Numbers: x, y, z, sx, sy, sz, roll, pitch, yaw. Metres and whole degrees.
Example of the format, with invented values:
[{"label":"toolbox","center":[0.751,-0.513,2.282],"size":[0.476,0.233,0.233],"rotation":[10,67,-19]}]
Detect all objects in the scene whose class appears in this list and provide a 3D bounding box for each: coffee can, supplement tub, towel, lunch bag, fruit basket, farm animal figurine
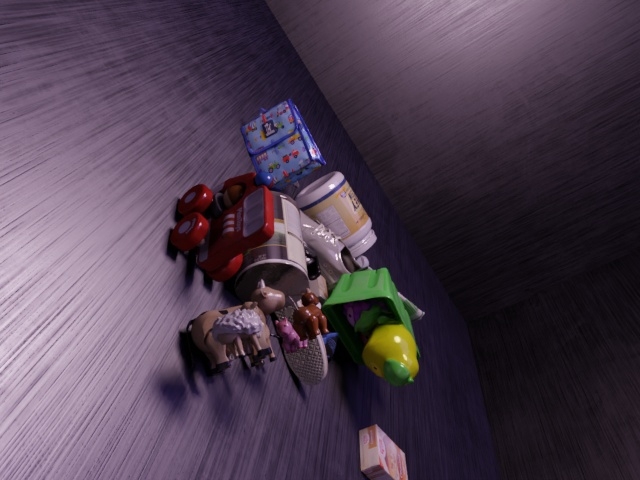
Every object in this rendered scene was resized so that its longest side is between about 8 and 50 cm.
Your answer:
[{"label":"coffee can","center":[-0.143,0.025,1.568],"size":[0.201,0.201,0.276],"rotation":[45,25,-41]},{"label":"supplement tub","center":[0.065,-0.092,2.237],"size":[0.316,0.228,0.228],"rotation":[57,19,-14]},{"label":"towel","center":[0.191,0.226,2.025],"size":[0.324,0.247,0.038],"rotation":[40,42,-26]},{"label":"lunch bag","center":[-0.151,-0.363,2.062],"size":[0.293,0.220,0.138],"rotation":[65,19,11]},{"label":"fruit basket","center":[0.187,0.323,1.832],"size":[0.392,0.282,0.393],"rotation":[-10,90,-68]},{"label":"farm animal figurine","center":[-0.160,0.192,1.285],"size":[0.326,0.330,0.172],"rotation":[-8,71,-40]}]

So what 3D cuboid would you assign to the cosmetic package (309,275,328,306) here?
[{"label":"cosmetic package","center":[-0.007,0.174,1.965],"size":[0.060,0.041,0.115],"rotation":[45,25,-40]}]

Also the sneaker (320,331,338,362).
[{"label":"sneaker","center":[0.006,0.336,1.736],"size":[0.232,0.081,0.091],"rotation":[11,78,-75]}]

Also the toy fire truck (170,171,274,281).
[{"label":"toy fire truck","center":[-0.220,-0.059,1.405],"size":[0.169,0.253,0.302],"rotation":[48,23,-35]}]

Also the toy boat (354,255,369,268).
[{"label":"toy boat","center":[0.191,0.216,2.257],"size":[0.318,0.148,0.267],"rotation":[58,19,-13]}]

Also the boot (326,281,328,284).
[{"label":"boot","center":[0.029,0.111,2.152],"size":[0.121,0.045,0.099],"rotation":[63,24,9]}]

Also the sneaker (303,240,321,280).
[{"label":"sneaker","center":[-0.085,0.031,1.830],"size":[0.276,0.097,0.135],"rotation":[53,-5,-26]}]

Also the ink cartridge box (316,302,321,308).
[{"label":"ink cartridge box","center":[-0.043,0.164,1.750],"size":[0.145,0.045,0.179],"rotation":[54,-16,-21]}]

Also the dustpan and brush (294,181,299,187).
[{"label":"dustpan and brush","center":[-0.138,-0.325,2.292],"size":[0.211,0.060,0.147],"rotation":[35,33,-54]}]

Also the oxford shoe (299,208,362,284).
[{"label":"oxford shoe","center":[0.000,0.000,2.049],"size":[0.449,0.130,0.169],"rotation":[50,29,-5]}]

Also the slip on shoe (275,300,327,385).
[{"label":"slip on shoe","center":[-0.058,0.257,1.611],"size":[0.101,0.123,0.331],"rotation":[33,29,-62]}]

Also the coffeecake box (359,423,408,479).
[{"label":"coffeecake box","center":[0.197,0.690,1.735],"size":[0.185,0.068,0.142],"rotation":[51,23,-28]}]
